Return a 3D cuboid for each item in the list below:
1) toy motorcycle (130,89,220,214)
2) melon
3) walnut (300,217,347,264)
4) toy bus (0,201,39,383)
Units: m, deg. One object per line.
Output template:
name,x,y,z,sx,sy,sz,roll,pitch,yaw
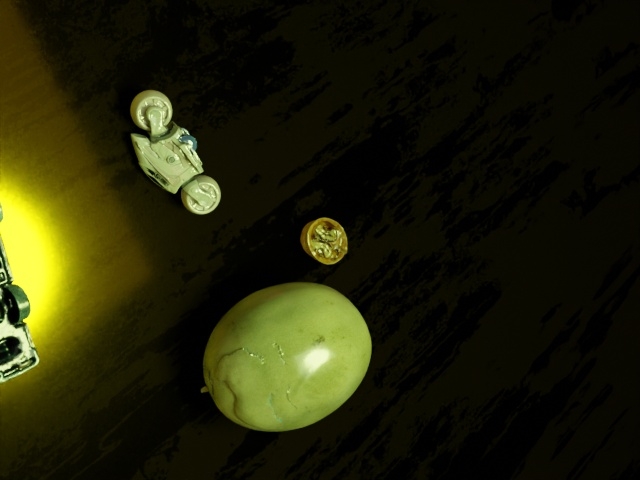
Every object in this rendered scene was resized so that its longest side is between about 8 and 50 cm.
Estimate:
toy motorcycle,-0.270,-0.149,1.882,0.112,0.112,0.254,-44,121,-30
melon,-0.071,0.219,1.979,0.330,0.268,0.269,-26,113,-14
walnut,0.000,0.000,2.158,0.121,0.052,0.091,30,74,-42
toy bus,-0.557,0.055,1.571,0.161,0.194,0.324,-23,106,-39
